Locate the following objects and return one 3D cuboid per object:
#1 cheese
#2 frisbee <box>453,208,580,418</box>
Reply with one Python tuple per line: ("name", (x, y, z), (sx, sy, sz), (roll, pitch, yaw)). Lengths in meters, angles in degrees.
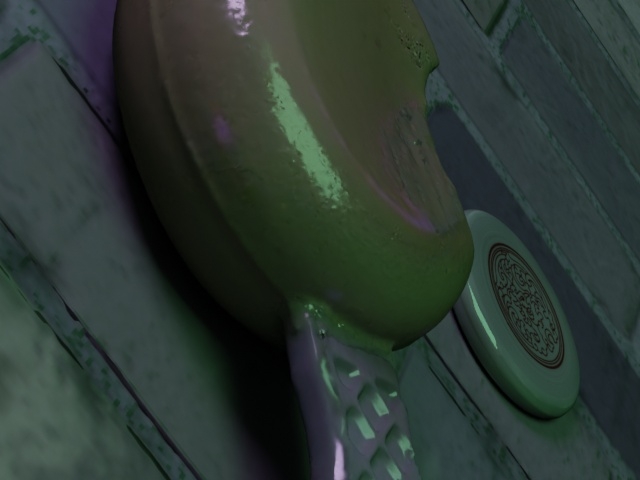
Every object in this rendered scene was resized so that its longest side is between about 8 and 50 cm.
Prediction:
("cheese", (0.000, 0.000, 0.625), (0.163, 0.082, 0.286), (26, 45, -48))
("frisbee", (0.094, 0.034, 0.821), (0.110, 0.014, 0.110), (42, 31, -33))
